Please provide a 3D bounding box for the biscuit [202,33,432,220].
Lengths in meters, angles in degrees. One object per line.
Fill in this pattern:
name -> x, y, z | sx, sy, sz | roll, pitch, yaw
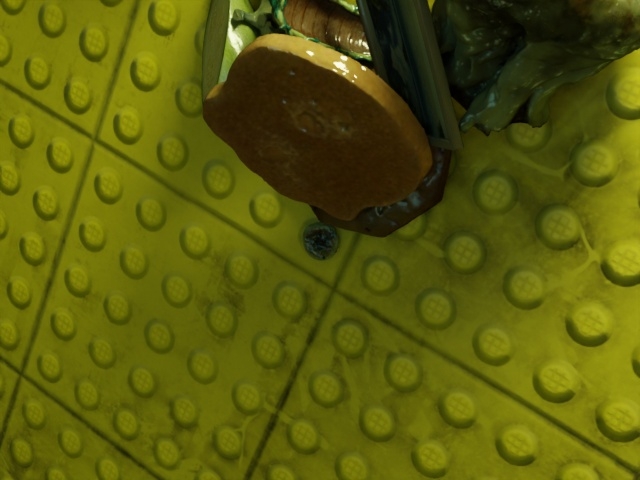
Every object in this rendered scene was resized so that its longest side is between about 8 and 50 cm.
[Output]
biscuit -> -0.003, -0.192, 1.482 | 0.385, 0.062, 0.365 | 38, 143, -16

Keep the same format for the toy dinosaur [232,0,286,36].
toy dinosaur -> -0.080, -0.391, 1.556 | 0.076, 0.147, 0.363 | -30, 81, 39

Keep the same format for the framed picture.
framed picture -> 0.138, -0.310, 1.399 | 0.232, 0.024, 0.315 | 29, 141, 66

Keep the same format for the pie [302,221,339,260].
pie -> 0.001, 0.001, 1.699 | 0.084, 0.021, 0.084 | 6, 103, 26

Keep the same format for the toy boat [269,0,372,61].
toy boat -> 0.034, -0.383, 1.518 | 0.099, 0.292, 0.109 | 8, 84, 62

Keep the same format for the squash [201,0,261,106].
squash -> -0.198, -0.381, 1.630 | 0.189, 0.189, 0.261 | -29, 91, 28

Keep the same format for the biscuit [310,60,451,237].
biscuit -> 0.084, -0.179, 1.611 | 0.358, 0.046, 0.360 | 5, 101, 25

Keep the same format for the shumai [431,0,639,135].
shumai -> 0.301, -0.334, 1.327 | 0.397, 0.324, 0.323 | 16, 132, -14
